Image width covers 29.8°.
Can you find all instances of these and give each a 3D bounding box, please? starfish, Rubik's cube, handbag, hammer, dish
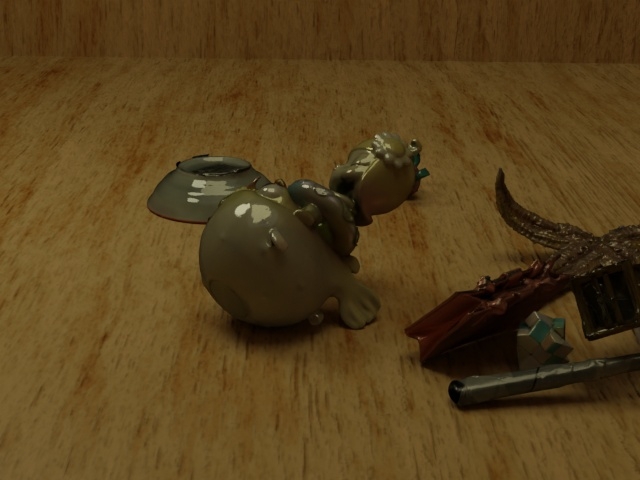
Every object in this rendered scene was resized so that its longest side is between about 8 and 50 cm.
[{"bbox_3d":[0.464,-0.006,1.958,0.398,0.132,0.384,13,24,-4],"label":"starfish"},{"bbox_3d":[0.300,0.136,1.597,0.073,0.084,0.075,1,34,14],"label":"Rubik's cube"},{"bbox_3d":[0.231,0.091,1.631,0.212,0.059,0.157,-16,-19,-38],"label":"handbag"},{"bbox_3d":[0.370,0.158,1.526,0.426,0.044,0.152,-9,17,-2],"label":"hammer"},{"bbox_3d":[-0.202,-0.110,2.292,0.260,0.085,0.260,1,19,0],"label":"dish"}]

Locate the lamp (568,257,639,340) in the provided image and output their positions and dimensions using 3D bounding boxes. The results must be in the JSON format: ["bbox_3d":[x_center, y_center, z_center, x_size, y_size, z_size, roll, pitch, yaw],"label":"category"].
[{"bbox_3d":[0.452,0.071,1.630,0.090,0.089,0.325,-21,-12,35],"label":"lamp"}]

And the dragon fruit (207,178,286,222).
[{"bbox_3d":[-0.083,-0.017,1.901,0.172,0.160,0.167,-11,62,-17],"label":"dragon fruit"}]

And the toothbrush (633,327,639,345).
[{"bbox_3d":[0.452,0.139,1.671,0.025,0.030,0.307,5,19,8],"label":"toothbrush"}]

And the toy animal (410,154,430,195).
[{"bbox_3d":[0.160,-0.143,2.385,0.103,0.100,0.208,-40,10,-1],"label":"toy animal"}]

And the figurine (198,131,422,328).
[{"bbox_3d":[0.016,-0.012,1.768,0.394,0.274,0.226,-41,4,-28],"label":"figurine"}]
